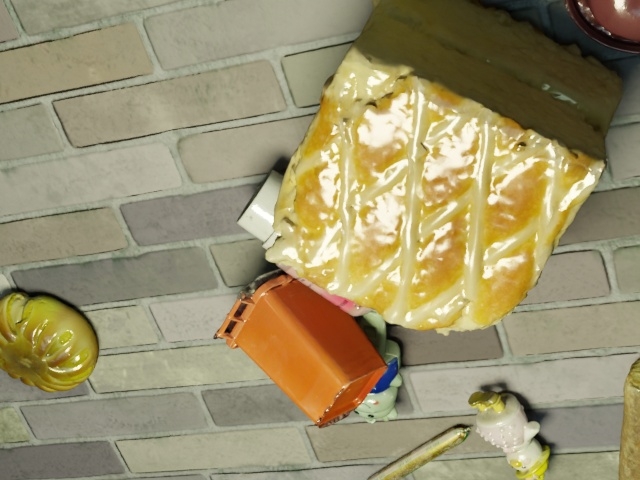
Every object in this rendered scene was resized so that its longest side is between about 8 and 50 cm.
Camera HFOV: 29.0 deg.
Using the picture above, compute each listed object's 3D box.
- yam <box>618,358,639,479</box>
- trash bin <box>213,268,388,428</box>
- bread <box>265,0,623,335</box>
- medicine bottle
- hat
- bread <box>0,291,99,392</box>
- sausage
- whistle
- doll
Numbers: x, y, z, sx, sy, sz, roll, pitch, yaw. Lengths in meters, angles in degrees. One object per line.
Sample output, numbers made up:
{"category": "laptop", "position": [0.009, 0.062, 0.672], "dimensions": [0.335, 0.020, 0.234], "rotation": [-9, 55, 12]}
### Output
{"category": "yam", "position": [0.521, 0.346, 2.004], "dimensions": [0.081, 0.081, 0.357], "rotation": [3, 124, 16]}
{"category": "trash bin", "position": [-0.029, 0.164, 1.943], "dimensions": [0.239, 0.184, 0.161], "rotation": [50, 130, 22]}
{"category": "bread", "position": [0.161, -0.109, 1.687], "dimensions": [0.371, 0.279, 0.390], "rotation": [26, 125, -3]}
{"category": "medicine bottle", "position": [0.000, 0.000, 1.894], "dimensions": [0.247, 0.147, 0.147], "rotation": [35, 127, -7]}
{"category": "hat", "position": [0.409, -0.317, 1.574], "dimensions": [0.205, 0.089, 0.205], "rotation": [8, 126, 12]}
{"category": "bread", "position": [-0.504, 0.191, 2.217], "dimensions": [0.213, 0.105, 0.213], "rotation": [9, 129, 11]}
{"category": "sausage", "position": [0.165, 0.386, 2.175], "dimensions": [0.033, 0.033, 0.269], "rotation": [43, 125, -13]}
{"category": "whistle", "position": [0.083, 0.212, 2.044], "dimensions": [0.110, 0.092, 0.244], "rotation": [15, 129, 20]}
{"category": "doll", "position": [0.318, 0.324, 2.054], "dimensions": [0.129, 0.081, 0.207], "rotation": [-10, 124, 46]}
